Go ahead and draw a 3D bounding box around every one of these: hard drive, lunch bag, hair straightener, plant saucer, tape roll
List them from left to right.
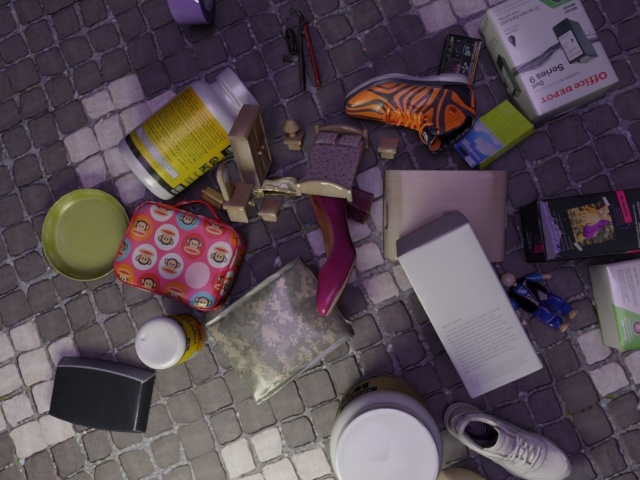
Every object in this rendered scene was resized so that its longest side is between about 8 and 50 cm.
[{"bbox_3d":[-0.607,-0.015,1.486,0.240,0.037,0.241,0,86,4],"label":"plant saucer"},{"bbox_3d":[-0.560,0.395,1.442,0.254,0.054,0.172,9,86,6],"label":"hard drive"},{"bbox_3d":[-0.343,0.020,1.418,0.293,0.120,0.258,20,87,7],"label":"lunch bag"},{"bbox_3d":[-0.328,-0.646,1.433,0.080,0.189,0.189,0,86,4],"label":"tape roll"},{"bbox_3d":[-0.086,0.205,1.358,0.287,0.169,0.235,-36,83,6],"label":"lunch bag"},{"bbox_3d":[-0.063,-0.496,1.469,0.089,0.047,0.231,-12,85,4],"label":"hair straightener"}]

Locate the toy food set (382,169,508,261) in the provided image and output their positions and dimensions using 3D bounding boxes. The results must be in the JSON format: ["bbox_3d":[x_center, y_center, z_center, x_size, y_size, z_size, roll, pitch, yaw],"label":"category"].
[{"bbox_3d":[0.306,-0.063,1.394,0.305,0.092,0.220,1,97,6],"label":"toy food set"}]

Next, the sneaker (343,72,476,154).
[{"bbox_3d":[0.219,-0.301,1.370,0.320,0.125,0.180,-7,66,5],"label":"sneaker"}]

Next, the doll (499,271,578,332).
[{"bbox_3d":[0.520,0.136,1.370,0.189,0.046,0.129,33,99,13],"label":"doll"}]

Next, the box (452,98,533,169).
[{"bbox_3d":[0.417,-0.255,1.394,0.178,0.042,0.109,-35,61,2],"label":"box"}]

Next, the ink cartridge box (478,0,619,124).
[{"bbox_3d":[0.547,-0.451,1.374,0.211,0.121,0.289,-24,85,3],"label":"ink cartridge box"}]

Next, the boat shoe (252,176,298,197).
[{"bbox_3d":[-0.129,-0.128,1.445,0.152,0.056,0.048,-7,80,-3],"label":"boat shoe"}]

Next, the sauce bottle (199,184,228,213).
[{"bbox_3d":[-0.250,-0.094,1.459,0.128,0.042,0.042,33,89,5],"label":"sauce bottle"}]

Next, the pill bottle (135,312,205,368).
[{"bbox_3d":[-0.347,0.234,1.354,0.117,0.215,0.117,0,86,5],"label":"pill bottle"}]

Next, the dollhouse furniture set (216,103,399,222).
[{"bbox_3d":[-0.020,-0.188,1.300,0.355,0.174,0.303,7,53,14],"label":"dollhouse furniture set"}]

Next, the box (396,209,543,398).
[{"bbox_3d":[0.320,0.130,1.263,0.168,0.215,0.345,-27,95,11],"label":"box"}]

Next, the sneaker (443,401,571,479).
[{"bbox_3d":[0.432,0.480,1.300,0.305,0.152,0.114,23,86,5],"label":"sneaker"}]

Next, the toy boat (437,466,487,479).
[{"bbox_3d":[0.278,0.673,1.316,0.318,0.148,0.268,-21,89,-4],"label":"toy boat"}]

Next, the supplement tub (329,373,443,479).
[{"bbox_3d":[0.141,0.433,1.241,0.235,0.325,0.236,0,85,5],"label":"supplement tub"}]

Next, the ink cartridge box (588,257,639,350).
[{"bbox_3d":[0.794,0.131,1.311,0.272,0.115,0.199,-9,85,5],"label":"ink cartridge box"}]

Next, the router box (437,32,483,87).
[{"bbox_3d":[0.351,-0.453,1.434,0.092,0.038,0.123,13,87,6],"label":"router box"}]

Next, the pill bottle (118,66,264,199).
[{"bbox_3d":[-0.312,-0.268,1.403,0.334,0.188,0.188,-38,83,2],"label":"pill bottle"}]

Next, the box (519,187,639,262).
[{"bbox_3d":[0.624,-0.031,1.313,0.270,0.165,0.144,-6,85,5],"label":"box"}]

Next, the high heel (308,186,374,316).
[{"bbox_3d":[0.000,0.000,1.332,0.181,0.127,0.377,20,50,-1],"label":"high heel"}]
